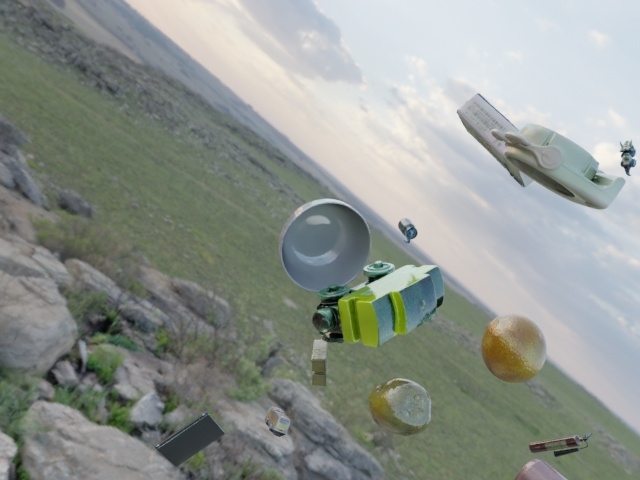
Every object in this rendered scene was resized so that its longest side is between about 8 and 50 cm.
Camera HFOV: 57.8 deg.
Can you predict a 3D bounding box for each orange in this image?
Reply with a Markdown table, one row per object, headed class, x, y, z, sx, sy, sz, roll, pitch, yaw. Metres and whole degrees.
| class | x | y | z | sx | sy | sz | roll | pitch | yaw |
| --- | --- | --- | --- | --- | --- | --- | --- | --- | --- |
| orange | 0.658 | 0.367 | 1.979 | 0.236 | 0.236 | 0.236 | 39 | 6 | -5 |

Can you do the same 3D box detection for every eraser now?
| class | x | y | z | sx | sy | sz | roll | pitch | yaw |
| --- | --- | --- | --- | --- | --- | --- | --- | --- | --- |
| eraser | 0.519 | -0.290 | 1.671 | 0.287 | 0.086 | 0.130 | 57 | 9 | 33 |

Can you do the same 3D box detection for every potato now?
| class | x | y | z | sx | sy | sz | roll | pitch | yaw |
| --- | --- | --- | --- | --- | --- | --- | --- | --- | --- |
| potato | 0.200 | 0.441 | 1.528 | 0.157 | 0.157 | 0.194 | 39 | -31 | -5 |

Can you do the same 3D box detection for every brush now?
| class | x | y | z | sx | sy | sz | roll | pitch | yaw |
| --- | --- | --- | --- | --- | --- | --- | --- | --- | --- |
| brush | 0.002 | 0.343 | 1.843 | 0.047 | 0.103 | 0.233 | 2 | 30 | 3 |

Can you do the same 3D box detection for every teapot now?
| class | x | y | z | sx | sy | sz | roll | pitch | yaw |
| --- | --- | --- | --- | --- | --- | --- | --- | --- | --- |
| teapot | 0.282 | -0.034 | 1.907 | 0.049 | 0.063 | 0.083 | 33 | 17 | -23 |

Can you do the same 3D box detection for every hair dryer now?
| class | x | y | z | sx | sy | sz | roll | pitch | yaw |
| --- | --- | --- | --- | --- | --- | --- | --- | --- | --- |
| hair dryer | 0.513 | 0.715 | 1.435 | 0.210 | 0.352 | 0.125 | 39 | -36 | 44 |

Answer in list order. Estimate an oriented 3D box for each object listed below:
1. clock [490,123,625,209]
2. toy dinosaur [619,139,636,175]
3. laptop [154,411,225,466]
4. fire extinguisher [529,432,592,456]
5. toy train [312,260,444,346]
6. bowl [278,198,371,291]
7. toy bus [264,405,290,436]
| class | x | y | z | sx | sy | sz | roll | pitch | yaw |
| --- | --- | --- | --- | --- | --- | --- | --- | --- | --- |
| clock | 0.354 | -0.122 | 0.892 | 0.191 | 0.062 | 0.151 | 31 | 9 | -10 |
| toy dinosaur | 0.712 | -0.192 | 1.344 | 0.030 | 0.083 | 0.047 | -1 | 10 | 40 |
| laptop | -0.389 | 0.598 | 1.741 | 0.016 | 0.180 | 0.129 | 48 | -13 | 49 |
| fire extinguisher | 0.664 | 0.568 | 1.599 | 0.035 | 0.173 | 0.049 | 24 | 51 | -39 |
| toy train | 0.183 | 0.181 | 1.709 | 0.272 | 0.179 | 0.442 | 0 | 14 | 41 |
| bowl | 0.000 | 0.000 | 1.779 | 0.287 | 0.287 | 0.144 | 37 | 6 | -27 |
| toy bus | -0.156 | 0.651 | 2.094 | 0.057 | 0.072 | 0.172 | 24 | -7 | -14 |
